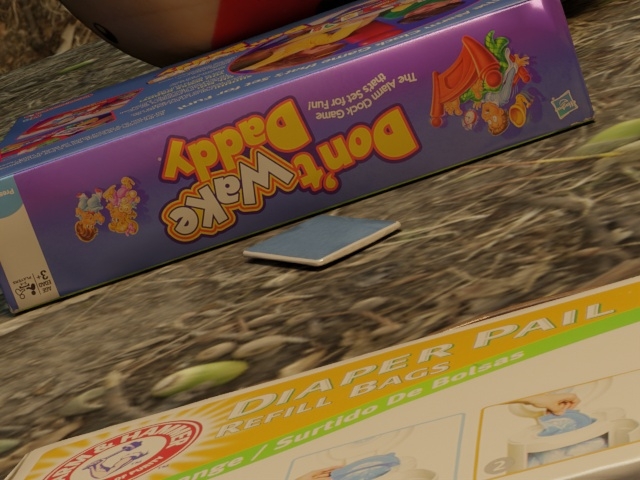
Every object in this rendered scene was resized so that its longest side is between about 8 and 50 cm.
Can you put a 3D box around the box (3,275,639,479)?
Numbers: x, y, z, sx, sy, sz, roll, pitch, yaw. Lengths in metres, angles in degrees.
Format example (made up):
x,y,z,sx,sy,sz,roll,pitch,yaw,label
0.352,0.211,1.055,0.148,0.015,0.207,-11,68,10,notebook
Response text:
x,y,z,sx,sy,sz,roll,pitch,yaw,label
0.032,0.085,0.390,0.203,0.114,0.103,-17,13,13,box

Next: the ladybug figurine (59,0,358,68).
x,y,z,sx,sy,sz,roll,pitch,yaw,label
0.023,-0.224,1.344,0.449,0.162,0.305,-13,-33,-19,ladybug figurine

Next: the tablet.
x,y,z,sx,sy,sz,roll,pitch,yaw,label
0.000,0.000,0.994,0.054,0.006,0.083,-26,16,-26,tablet

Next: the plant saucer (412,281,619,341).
x,y,z,sx,sy,sz,roll,pitch,yaw,label
0.064,0.065,0.589,0.199,0.036,0.198,-19,14,5,plant saucer

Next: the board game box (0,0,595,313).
x,y,z,sx,sy,sz,roll,pitch,yaw,label
-0.026,-0.074,1.167,0.347,0.078,0.233,-18,14,4,board game box
